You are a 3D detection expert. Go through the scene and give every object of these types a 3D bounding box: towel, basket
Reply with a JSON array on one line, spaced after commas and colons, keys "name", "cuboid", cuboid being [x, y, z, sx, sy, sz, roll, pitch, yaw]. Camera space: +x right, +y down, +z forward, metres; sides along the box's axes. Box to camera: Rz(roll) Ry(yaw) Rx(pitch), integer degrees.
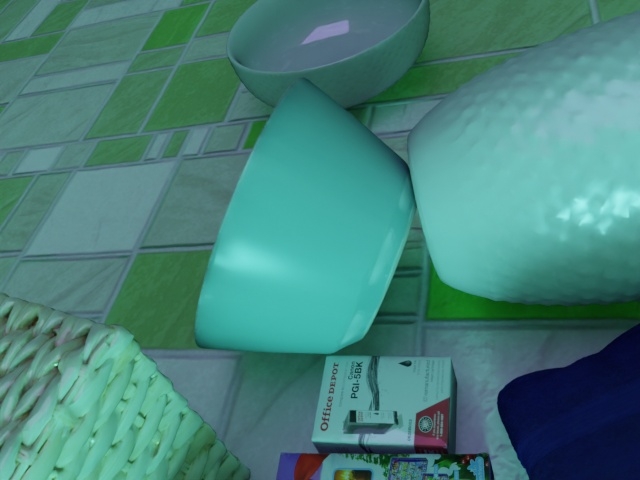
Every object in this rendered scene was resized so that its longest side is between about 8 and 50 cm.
[{"name": "towel", "cuboid": [0.259, 0.148, 0.443, 0.228, 0.076, 0.308, -30, 4, 12]}, {"name": "basket", "cuboid": [-0.276, 0.249, 0.507, 0.266, 0.328, 0.331, 9, 53, 26]}]

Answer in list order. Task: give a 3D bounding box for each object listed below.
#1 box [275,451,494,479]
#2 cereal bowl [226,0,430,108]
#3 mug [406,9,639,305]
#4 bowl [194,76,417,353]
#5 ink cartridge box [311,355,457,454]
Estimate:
[{"name": "box", "cuboid": [0.044, 0.322, 0.497, 0.201, 0.057, 0.293, -5, 48, 18]}, {"name": "cereal bowl", "cuboid": [0.022, -0.326, 1.045, 0.339, 0.141, 0.339, -11, 47, 12]}, {"name": "mug", "cuboid": [0.276, -0.084, 0.663, 0.328, 0.276, 0.374, -13, 15, 15]}, {"name": "bowl", "cuboid": [0.000, 0.000, 0.678, 0.163, 0.311, 0.311, 22, 56, 2]}, {"name": "ink cartridge box", "cuboid": [0.067, 0.172, 0.627, 0.135, 0.056, 0.099, -4, 49, 18]}]
